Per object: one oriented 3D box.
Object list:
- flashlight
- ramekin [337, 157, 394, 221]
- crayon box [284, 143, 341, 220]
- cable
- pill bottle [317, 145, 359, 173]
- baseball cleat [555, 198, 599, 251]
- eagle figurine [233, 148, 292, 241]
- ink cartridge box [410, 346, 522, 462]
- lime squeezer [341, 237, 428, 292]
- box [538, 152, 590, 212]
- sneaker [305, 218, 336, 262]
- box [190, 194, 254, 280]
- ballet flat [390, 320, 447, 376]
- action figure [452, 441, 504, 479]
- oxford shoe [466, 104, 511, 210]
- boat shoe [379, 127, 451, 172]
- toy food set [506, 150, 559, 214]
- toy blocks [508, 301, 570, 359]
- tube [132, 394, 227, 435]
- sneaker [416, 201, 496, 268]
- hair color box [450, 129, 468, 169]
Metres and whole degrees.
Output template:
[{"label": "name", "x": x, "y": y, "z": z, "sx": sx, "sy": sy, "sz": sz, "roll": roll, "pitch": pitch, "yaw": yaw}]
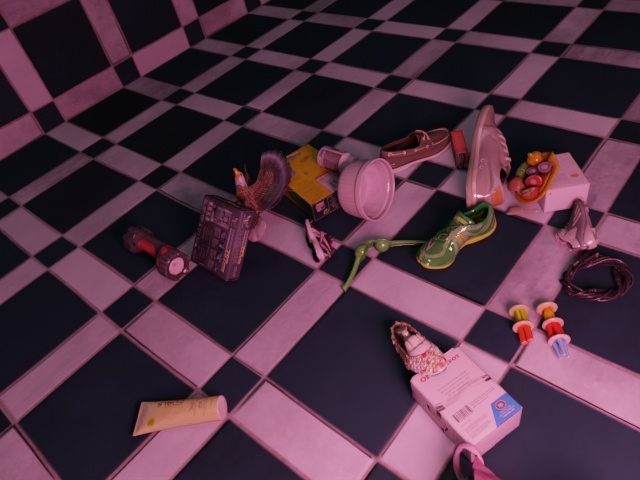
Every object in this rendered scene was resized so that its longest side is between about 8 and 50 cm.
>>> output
[{"label": "flashlight", "x": -0.566, "y": 0.041, "z": 1.776, "sx": 0.304, "sy": 0.103, "sz": 0.103, "roll": 21, "pitch": 22, "yaw": 37}, {"label": "ramekin", "x": 0.145, "y": -0.171, "z": 1.719, "sx": 0.109, "sy": 0.207, "sz": 0.207, "roll": 11, "pitch": 48, "yaw": 37}, {"label": "crayon box", "x": -0.030, "y": -0.216, "z": 1.880, "sx": 0.202, "sy": 0.081, "sz": 0.318, "roll": -30, "pitch": 46, "yaw": -17}, {"label": "cable", "x": 0.727, "y": 0.105, "z": 1.386, "sx": 0.184, "sy": 0.047, "sz": 0.150, "roll": -33, "pitch": 51, "yaw": -22}, {"label": "pill bottle", "x": 0.063, "y": -0.272, "z": 1.800, "sx": 0.137, "sy": 0.078, "sz": 0.078, "roll": 24, "pitch": 55, "yaw": 32}, {"label": "baseball cleat", "x": 0.733, "y": -0.047, "z": 1.518, "sx": 0.109, "sy": 0.072, "sz": 0.206, "roll": -15, "pitch": 31, "yaw": 23}, {"label": "eagle figurine", "x": -0.239, "y": -0.167, "z": 1.815, "sx": 0.226, "sy": 0.225, "sz": 0.298, "roll": 24, "pitch": 41, "yaw": 13}, {"label": "ink cartridge box", "x": 0.325, "y": 0.365, "z": 1.189, "sx": 0.148, "sy": 0.086, "sz": 0.203, "roll": -30, "pitch": 44, "yaw": -15}, {"label": "lime squeezer", "x": 0.176, "y": 0.037, "z": 1.596, "sx": 0.310, "sy": 0.059, "sz": 0.110, "roll": -27, "pitch": 44, "yaw": -14}, {"label": "box", "x": 0.739, "y": -0.183, "z": 1.642, "sx": 0.130, "sy": 0.091, "sz": 0.170, "roll": -9, "pitch": 43, "yaw": 6}, {"label": "sneaker", "x": 0.000, "y": 0.000, "z": 1.688, "sx": 0.077, "sy": 0.072, "sz": 0.178, "roll": -10, "pitch": 50, "yaw": -13}, {"label": "box", "x": -0.315, "y": -0.011, "z": 1.670, "sx": 0.183, "sy": 0.233, "sz": 0.059, "roll": 23, "pitch": 15, "yaw": 34}, {"label": "ballet flat", "x": 0.222, "y": 0.255, "z": 1.263, "sx": 0.091, "sy": 0.077, "sz": 0.241, "roll": -31, "pitch": 12, "yaw": -9}, {"label": "action figure", "x": 0.442, "y": 0.533, "z": 0.948, "sx": 0.370, "sy": 0.248, "sz": 0.276, "roll": -7, "pitch": 16, "yaw": 10}, {"label": "oxford shoe", "x": 0.564, "y": -0.276, "z": 1.737, "sx": 0.130, "sy": 0.169, "sz": 0.449, "roll": 1, "pitch": 52, "yaw": 21}, {"label": "boat shoe", "x": 0.352, "y": -0.347, "z": 1.920, "sx": 0.305, "sy": 0.091, "sz": 0.109, "roll": -26, "pitch": 44, "yaw": -12}, {"label": "toy food set", "x": 0.630, "y": -0.186, "z": 1.589, "sx": 0.218, "sy": 0.071, "sz": 0.128, "roll": -64, "pitch": 26, "yaw": -5}, {"label": "toy blocks", "x": 0.544, "y": 0.227, "z": 1.296, "sx": 0.123, "sy": 0.054, "sz": 0.148, "roll": -7, "pitch": 44, "yaw": 8}, {"label": "tube", "x": -0.358, "y": 0.438, "z": 1.327, "sx": 0.240, "sy": 0.062, "sz": 0.070, "roll": -11, "pitch": 2, "yaw": 12}, {"label": "sneaker", "x": 0.395, "y": -0.024, "z": 1.548, "sx": 0.295, "sy": 0.123, "sz": 0.109, "roll": -34, "pitch": 46, "yaw": -18}, {"label": "hair color box", "x": 0.497, "y": -0.326, "z": 1.873, "sx": 0.043, "sy": 0.072, "sz": 0.141, "roll": -6, "pitch": 44, "yaw": 10}]
